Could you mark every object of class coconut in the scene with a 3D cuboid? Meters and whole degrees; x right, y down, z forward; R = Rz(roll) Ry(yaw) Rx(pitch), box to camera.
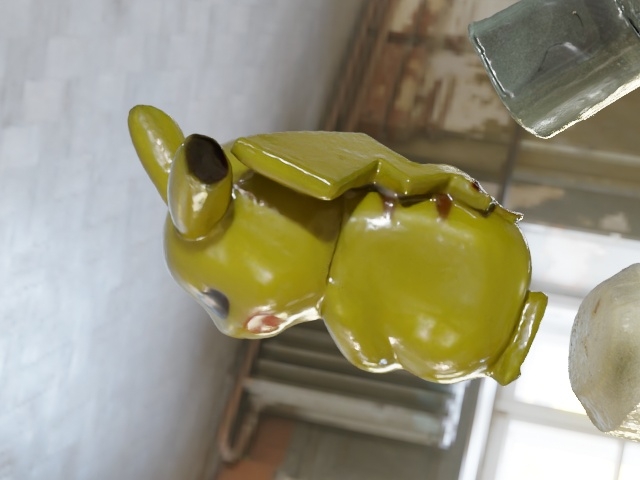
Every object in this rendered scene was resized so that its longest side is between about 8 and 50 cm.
[{"bbox_3d":[0.469,0.156,1.840,0.237,0.266,0.237,-165,-90,-76],"label":"coconut"}]

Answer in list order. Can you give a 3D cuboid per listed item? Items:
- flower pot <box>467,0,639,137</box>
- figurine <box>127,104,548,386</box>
[{"bbox_3d":[0.202,-0.153,1.073,0.103,0.108,0.229,60,23,2],"label":"flower pot"},{"bbox_3d":[0.007,0.002,1.035,0.218,0.327,0.169,-144,-114,-81],"label":"figurine"}]
